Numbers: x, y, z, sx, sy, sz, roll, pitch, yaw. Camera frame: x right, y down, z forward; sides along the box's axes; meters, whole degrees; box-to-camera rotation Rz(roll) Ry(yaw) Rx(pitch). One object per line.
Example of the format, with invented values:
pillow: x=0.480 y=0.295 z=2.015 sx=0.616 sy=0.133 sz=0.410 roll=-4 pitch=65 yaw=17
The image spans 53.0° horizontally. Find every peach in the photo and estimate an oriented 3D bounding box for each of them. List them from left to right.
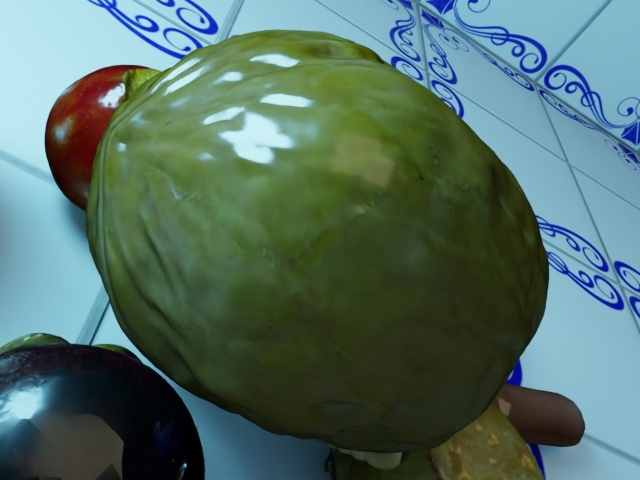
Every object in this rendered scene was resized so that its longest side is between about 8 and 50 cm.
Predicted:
peach: x=-0.193 y=-0.102 z=0.692 sx=0.190 sy=0.192 sz=0.190 roll=8 pitch=72 yaw=-26

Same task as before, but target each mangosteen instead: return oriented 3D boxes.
mangosteen: x=-0.182 y=0.150 z=0.452 sx=0.194 sy=0.194 sz=0.230 roll=21 pitch=14 yaw=-25

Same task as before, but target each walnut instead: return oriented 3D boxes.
walnut: x=0.000 y=0.000 z=0.539 sx=0.397 sy=0.353 sz=0.308 roll=29 pitch=77 yaw=-45

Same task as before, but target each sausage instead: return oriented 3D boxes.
sausage: x=0.283 y=0.236 z=0.864 sx=0.194 sy=0.077 sz=0.077 roll=16 pitch=41 yaw=-30

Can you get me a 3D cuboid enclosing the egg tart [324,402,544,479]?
egg tart: x=0.143 y=0.261 z=0.677 sx=0.288 sy=0.118 sz=0.288 roll=27 pitch=38 yaw=-23

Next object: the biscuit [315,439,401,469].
biscuit: x=0.070 y=0.121 z=0.698 sx=0.160 sy=0.030 sz=0.250 roll=15 pitch=45 yaw=35
